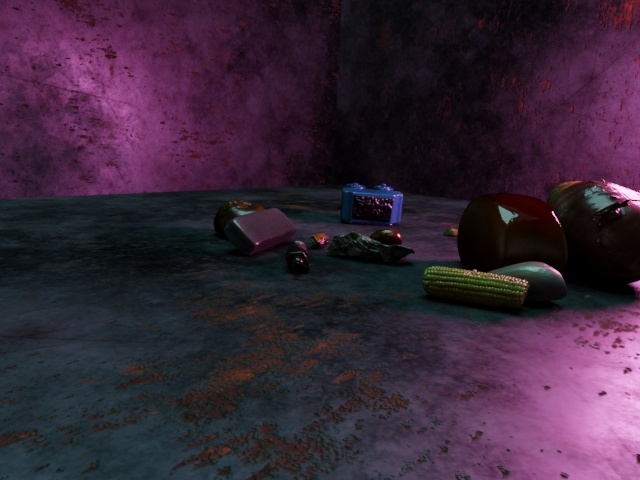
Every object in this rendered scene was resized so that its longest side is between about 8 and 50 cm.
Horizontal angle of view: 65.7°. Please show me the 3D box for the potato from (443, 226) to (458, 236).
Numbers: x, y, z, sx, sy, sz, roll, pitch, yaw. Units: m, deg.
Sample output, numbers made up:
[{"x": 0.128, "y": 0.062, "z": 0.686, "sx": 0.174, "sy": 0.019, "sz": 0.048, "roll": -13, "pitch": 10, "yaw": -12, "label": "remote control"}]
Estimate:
[{"x": 0.576, "y": -0.037, "z": 2.134, "sx": 0.093, "sy": 0.036, "sz": 0.037, "roll": 8, "pitch": 9, "yaw": 21, "label": "potato"}]

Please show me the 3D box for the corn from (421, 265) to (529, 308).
[{"x": 0.371, "y": 0.114, "z": 1.204, "sx": 0.248, "sy": 0.081, "sz": 0.081, "roll": 8, "pitch": 12, "yaw": 24, "label": "corn"}]

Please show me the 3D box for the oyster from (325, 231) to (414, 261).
[{"x": 0.168, "y": 0.022, "z": 1.613, "sx": 0.252, "sy": 0.087, "sz": 0.199, "roll": 6, "pitch": 0, "yaw": -21, "label": "oyster"}]

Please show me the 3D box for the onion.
[{"x": 0.846, "y": -0.030, "z": 1.462, "sx": 0.353, "sy": 0.354, "sz": 0.353, "roll": 3, "pitch": 11, "yaw": 0, "label": "onion"}]

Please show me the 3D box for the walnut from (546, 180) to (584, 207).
[{"x": 1.010, "y": -0.092, "z": 1.933, "sx": 0.253, "sy": 0.277, "sz": 0.282, "roll": 3, "pitch": 21, "yaw": 31, "label": "walnut"}]

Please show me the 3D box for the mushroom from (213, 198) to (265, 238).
[{"x": -0.308, "y": -0.085, "z": 1.909, "sx": 0.231, "sy": 0.138, "sz": 0.194, "roll": 7, "pitch": 12, "yaw": 19, "label": "mushroom"}]

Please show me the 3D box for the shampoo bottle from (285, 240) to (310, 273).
[{"x": -0.066, "y": 0.054, "z": 1.457, "sx": 0.068, "sy": 0.067, "sz": 0.236, "roll": -7, "pitch": 12, "yaw": 0, "label": "shampoo bottle"}]

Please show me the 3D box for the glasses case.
[{"x": -0.202, "y": -0.037, "z": 1.727, "sx": 0.131, "sy": 0.074, "sz": 0.323, "roll": 44, "pitch": 24, "yaw": 10, "label": "glasses case"}]

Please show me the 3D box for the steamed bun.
[{"x": 0.566, "y": -0.018, "z": 1.493, "sx": 0.234, "sy": 0.248, "sz": 0.379, "roll": 3, "pitch": 10, "yaw": -3, "label": "steamed bun"}]

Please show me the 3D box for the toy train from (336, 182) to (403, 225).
[{"x": 0.234, "y": -0.177, "z": 2.413, "sx": 0.300, "sy": 0.188, "sz": 0.265, "roll": 4, "pitch": 16, "yaw": -2, "label": "toy train"}]

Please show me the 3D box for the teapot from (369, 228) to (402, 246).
[{"x": 0.227, "y": 0.008, "z": 1.758, "sx": 0.129, "sy": 0.078, "sz": 0.098, "roll": -5, "pitch": -31, "yaw": 10, "label": "teapot"}]

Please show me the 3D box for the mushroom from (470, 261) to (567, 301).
[{"x": 0.486, "y": 0.107, "z": 1.237, "sx": 0.225, "sy": 0.116, "sz": 0.093, "roll": 0, "pitch": 47, "yaw": 9, "label": "mushroom"}]

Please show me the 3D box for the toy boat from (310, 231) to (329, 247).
[{"x": 0.000, "y": 0.000, "z": 1.803, "sx": 0.047, "sy": 0.049, "sz": 0.149, "roll": -38, "pitch": -5, "yaw": 15, "label": "toy boat"}]
